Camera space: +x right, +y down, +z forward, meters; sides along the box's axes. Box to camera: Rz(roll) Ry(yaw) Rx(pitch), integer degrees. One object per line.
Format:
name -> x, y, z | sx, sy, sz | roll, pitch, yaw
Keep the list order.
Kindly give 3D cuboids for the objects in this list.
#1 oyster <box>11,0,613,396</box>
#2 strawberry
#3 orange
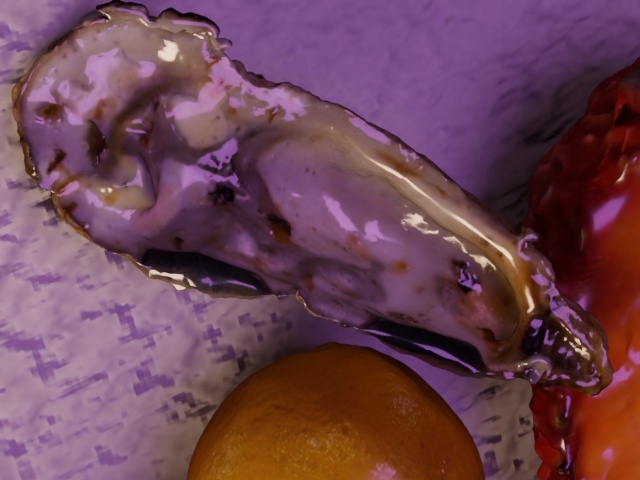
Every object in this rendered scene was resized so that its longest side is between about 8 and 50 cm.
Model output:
oyster -> 0.001, -0.003, 0.948 | 0.345, 0.078, 0.129 | 27, 65, -15
strawberry -> 0.217, 0.040, 1.100 | 0.265, 0.149, 0.336 | 10, 105, -22
orange -> 0.008, 0.123, 0.961 | 0.159, 0.159, 0.136 | 8, 69, -35
